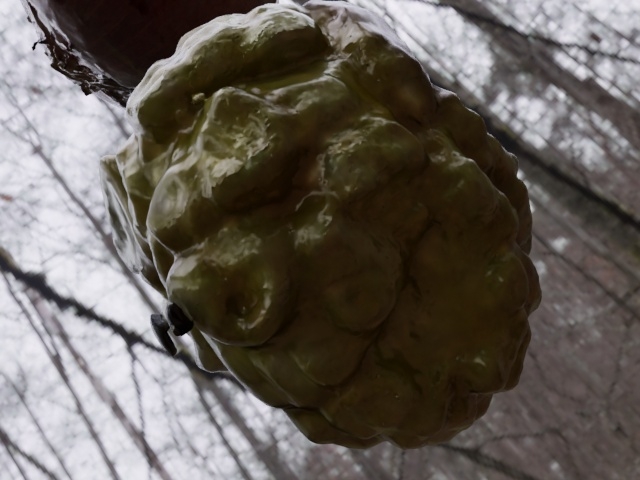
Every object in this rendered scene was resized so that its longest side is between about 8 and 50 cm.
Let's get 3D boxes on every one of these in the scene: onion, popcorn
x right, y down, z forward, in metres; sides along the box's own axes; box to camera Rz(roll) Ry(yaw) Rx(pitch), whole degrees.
[{"bbox_3d":[-0.202,-0.293,1.205,0.353,0.353,0.353,-30,-30,-20],"label":"onion"},{"bbox_3d":[-0.001,-0.003,0.486,0.169,0.189,0.218,-43,-64,-12],"label":"popcorn"}]
